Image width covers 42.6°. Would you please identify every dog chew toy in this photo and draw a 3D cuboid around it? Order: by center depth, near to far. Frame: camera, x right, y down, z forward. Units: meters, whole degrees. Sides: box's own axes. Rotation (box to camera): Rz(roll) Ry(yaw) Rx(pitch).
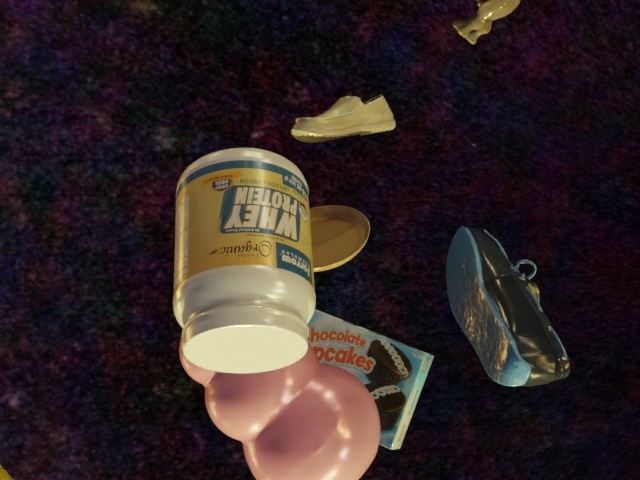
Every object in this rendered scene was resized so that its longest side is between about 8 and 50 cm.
[{"bbox_3d":[-0.071,0.221,1.189,0.332,0.206,0.206,45,112,-3],"label":"dog chew toy"}]

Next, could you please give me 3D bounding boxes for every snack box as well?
[{"bbox_3d":[0.036,0.249,1.573,0.321,0.060,0.187,19,86,28],"label":"snack box"}]

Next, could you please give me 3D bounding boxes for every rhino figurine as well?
[{"bbox_3d":[0.175,-0.378,1.087,0.106,0.243,0.073,-36,24,21],"label":"rhino figurine"}]

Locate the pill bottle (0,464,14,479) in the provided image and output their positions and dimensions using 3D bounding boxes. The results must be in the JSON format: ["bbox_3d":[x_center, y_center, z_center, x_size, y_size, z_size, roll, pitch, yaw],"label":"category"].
[{"bbox_3d":[-0.393,0.290,0.813,0.187,0.188,0.334,13,138,32],"label":"pill bottle"}]

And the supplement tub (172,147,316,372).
[{"bbox_3d":[-0.079,0.022,0.847,0.144,0.144,0.200,-23,55,29],"label":"supplement tub"}]

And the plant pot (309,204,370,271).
[{"bbox_3d":[0.000,0.000,1.891,0.236,0.236,0.032,13,134,32],"label":"plant pot"}]

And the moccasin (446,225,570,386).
[{"bbox_3d":[0.285,0.108,1.287,0.342,0.116,0.138,-100,21,-50],"label":"moccasin"}]

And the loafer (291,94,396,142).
[{"bbox_3d":[0.048,-0.279,1.864,0.102,0.268,0.092,-5,95,57],"label":"loafer"}]
